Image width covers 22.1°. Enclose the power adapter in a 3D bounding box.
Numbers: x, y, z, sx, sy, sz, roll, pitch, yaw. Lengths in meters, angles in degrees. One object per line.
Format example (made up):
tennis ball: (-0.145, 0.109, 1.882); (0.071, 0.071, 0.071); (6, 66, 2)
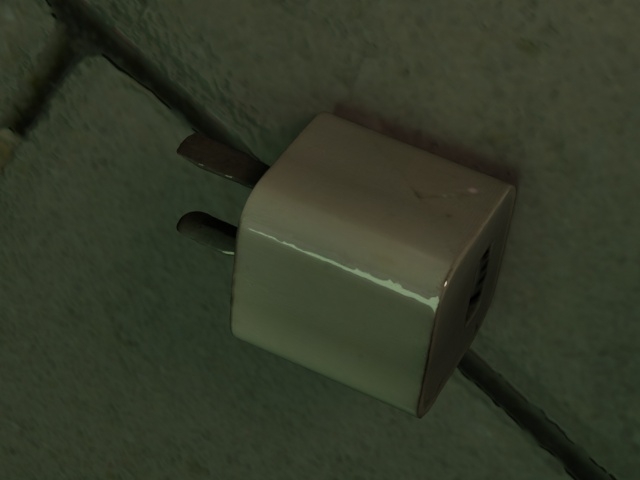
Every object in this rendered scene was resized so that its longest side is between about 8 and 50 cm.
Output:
power adapter: (0.000, 0.000, 1.013); (0.205, 0.125, 0.130); (24, 136, 16)
